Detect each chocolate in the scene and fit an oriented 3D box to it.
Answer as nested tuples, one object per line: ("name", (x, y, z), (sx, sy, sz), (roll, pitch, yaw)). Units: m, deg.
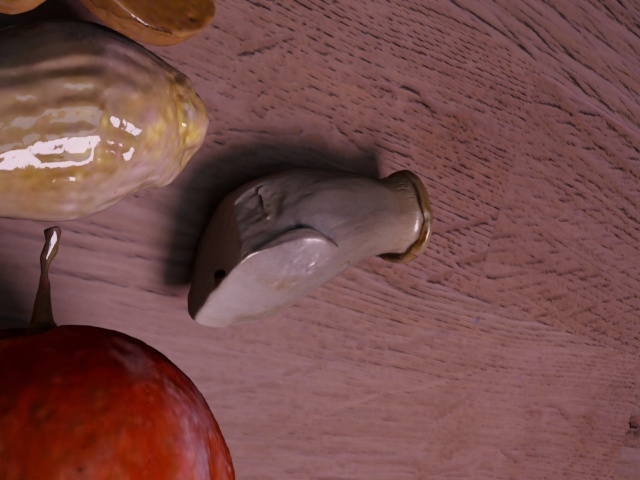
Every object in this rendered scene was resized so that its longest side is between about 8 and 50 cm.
("chocolate", (-0.213, -0.069, 0.638), (0.309, 0.134, 0.134), (-11, 106, -36))

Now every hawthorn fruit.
("hawthorn fruit", (-0.172, 0.127, 0.649), (0.242, 0.242, 0.272), (-3, 95, -41))

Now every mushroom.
("mushroom", (-0.006, -0.008, 0.858), (0.247, 0.096, 0.108), (-19, 86, -41))

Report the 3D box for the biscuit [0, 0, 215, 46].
("biscuit", (-0.200, -0.219, 0.611), (0.339, 0.047, 0.216), (28, 45, -41))
